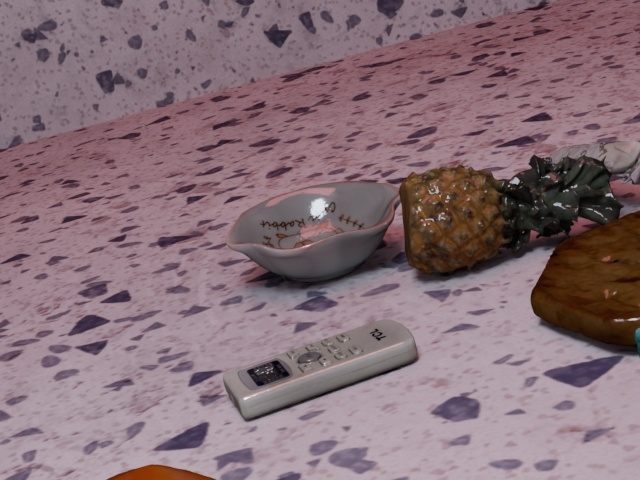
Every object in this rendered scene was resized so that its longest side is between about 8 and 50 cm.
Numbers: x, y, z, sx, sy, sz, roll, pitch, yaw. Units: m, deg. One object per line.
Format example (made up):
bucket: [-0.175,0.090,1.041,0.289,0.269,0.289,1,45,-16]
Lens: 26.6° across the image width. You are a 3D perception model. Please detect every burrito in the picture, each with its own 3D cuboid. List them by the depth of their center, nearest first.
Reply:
burrito: [0.336,-0.092,1.667,0.064,0.064,0.203,-19,5,-16]

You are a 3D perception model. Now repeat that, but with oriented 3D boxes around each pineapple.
pineapple: [0.216,-0.034,1.544,0.248,0.128,0.128,-8,16,-1]

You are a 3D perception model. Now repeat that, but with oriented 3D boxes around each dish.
dish: [0.000,0.000,1.673,0.229,0.081,0.229,-11,19,4]

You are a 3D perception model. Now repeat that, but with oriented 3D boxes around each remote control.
remote control: [0.001,0.124,1.341,0.190,0.029,0.087,-17,17,-11]

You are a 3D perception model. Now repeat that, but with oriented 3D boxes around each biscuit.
biscuit: [0.382,0.021,1.325,0.359,0.046,0.359,-14,17,4]

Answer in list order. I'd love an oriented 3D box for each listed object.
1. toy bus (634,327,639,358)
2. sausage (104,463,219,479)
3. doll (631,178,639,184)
toy bus: [0.367,0.092,0.958,0.256,0.128,0.147,-17,15,-1]
sausage: [-0.094,0.237,0.820,0.141,0.153,0.268,17,13,-8]
doll: [0.452,-0.094,1.625,0.161,0.059,0.160,-24,20,-27]
